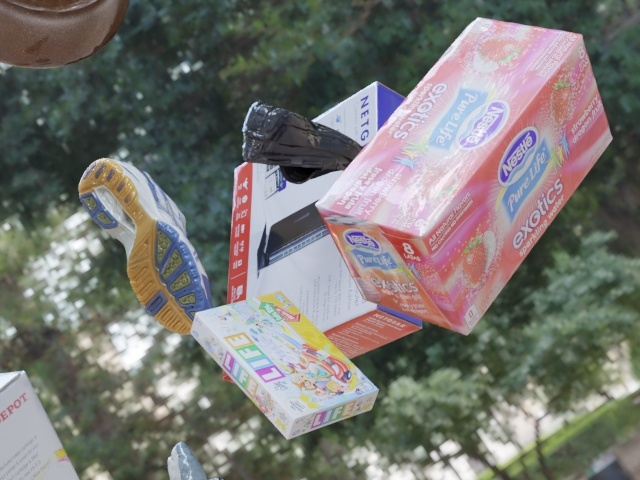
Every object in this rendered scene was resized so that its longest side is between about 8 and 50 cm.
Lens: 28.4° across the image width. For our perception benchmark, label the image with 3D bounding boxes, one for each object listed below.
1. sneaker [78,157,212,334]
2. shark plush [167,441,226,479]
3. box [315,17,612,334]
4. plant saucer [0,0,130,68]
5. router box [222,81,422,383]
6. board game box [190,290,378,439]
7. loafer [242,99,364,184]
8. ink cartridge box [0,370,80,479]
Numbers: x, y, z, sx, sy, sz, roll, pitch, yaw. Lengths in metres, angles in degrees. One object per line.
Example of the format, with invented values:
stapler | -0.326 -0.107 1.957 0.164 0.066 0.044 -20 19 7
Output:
sneaker | -0.221 0.002 1.808 0.112 0.296 0.131 -39 -19 22
shark plush | -0.157 0.349 1.741 0.067 0.161 0.073 -54 -34 -1
box | 0.154 -0.073 1.297 0.300 0.142 0.154 -49 -46 -25
plant saucer | -0.172 -0.179 0.708 0.168 0.168 0.029 -20 -6 -46
router box | 0.000 0.000 1.676 0.082 0.335 0.301 24 -37 -35
board game box | -0.034 0.111 1.166 0.103 0.154 0.026 -14 -46 -40
loafer | -0.020 -0.105 1.497 0.223 0.076 0.078 15 -82 -56
ink cartridge box | -0.348 0.268 1.355 0.093 0.212 0.154 -8 22 33
